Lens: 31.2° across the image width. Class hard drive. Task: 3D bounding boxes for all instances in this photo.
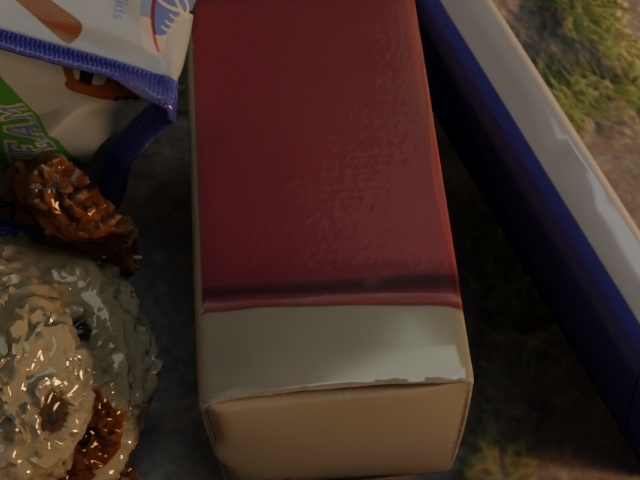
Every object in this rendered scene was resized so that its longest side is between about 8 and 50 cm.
[{"bbox_3d":[0.131,-0.022,0.675,0.040,0.210,0.318,-28,68,2],"label":"hard drive"}]

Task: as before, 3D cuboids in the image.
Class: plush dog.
[{"bbox_3d":[-0.180,0.075,0.531,0.225,0.211,0.262,-3,96,-36],"label":"plush dog"}]

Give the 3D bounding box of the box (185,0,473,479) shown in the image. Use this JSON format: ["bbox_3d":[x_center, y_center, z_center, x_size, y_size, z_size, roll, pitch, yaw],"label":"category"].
[{"bbox_3d":[0.000,0.000,0.617,0.127,0.148,0.232,-5,63,-1],"label":"box"}]

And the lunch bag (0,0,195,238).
[{"bbox_3d":[-0.267,-0.199,0.623,0.386,0.239,0.327,14,58,-19],"label":"lunch bag"}]
